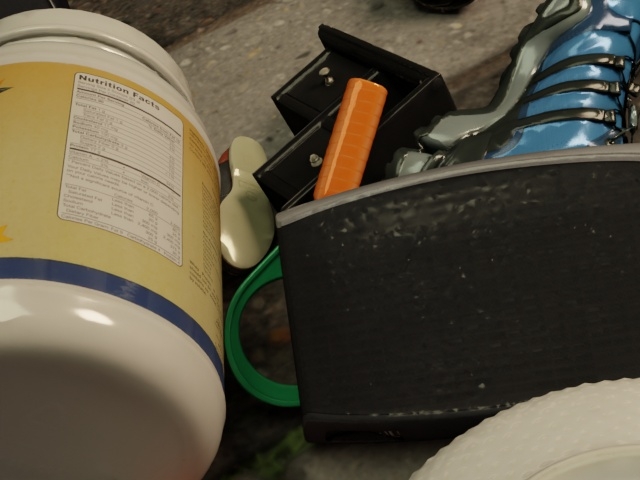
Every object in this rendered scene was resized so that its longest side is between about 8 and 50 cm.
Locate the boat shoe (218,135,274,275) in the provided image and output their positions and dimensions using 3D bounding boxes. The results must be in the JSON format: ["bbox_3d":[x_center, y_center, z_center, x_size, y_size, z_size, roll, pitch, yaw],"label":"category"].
[{"bbox_3d":[-0.066,-0.023,0.820,0.043,0.049,0.137,-47,32,38],"label":"boat shoe"}]

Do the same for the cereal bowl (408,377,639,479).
[{"bbox_3d":[0.150,0.196,0.458,0.339,0.141,0.339,-10,46,11],"label":"cereal bowl"}]

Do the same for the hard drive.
[{"bbox_3d":[0.099,0.032,0.638,0.255,0.054,0.172,-10,80,11],"label":"hard drive"}]

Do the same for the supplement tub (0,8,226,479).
[{"bbox_3d":[-0.179,0.012,0.695,0.228,0.228,0.316,-15,44,7],"label":"supplement tub"}]

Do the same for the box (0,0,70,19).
[{"bbox_3d":[-0.420,-0.238,1.063,0.296,0.182,0.294,-26,46,-3],"label":"box"}]

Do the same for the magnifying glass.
[{"bbox_3d":[0.000,0.000,0.708,0.092,0.026,0.231,17,82,-2],"label":"magnifying glass"}]

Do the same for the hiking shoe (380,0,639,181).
[{"bbox_3d":[0.185,-0.085,0.750,0.132,0.113,0.304,36,76,31],"label":"hiking shoe"}]

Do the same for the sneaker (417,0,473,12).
[{"bbox_3d":[0.071,-0.288,0.990,0.222,0.083,0.118,15,55,30],"label":"sneaker"}]

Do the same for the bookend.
[{"bbox_3d":[0.004,-0.078,0.814,0.156,0.072,0.157,-42,41,-10],"label":"bookend"}]
